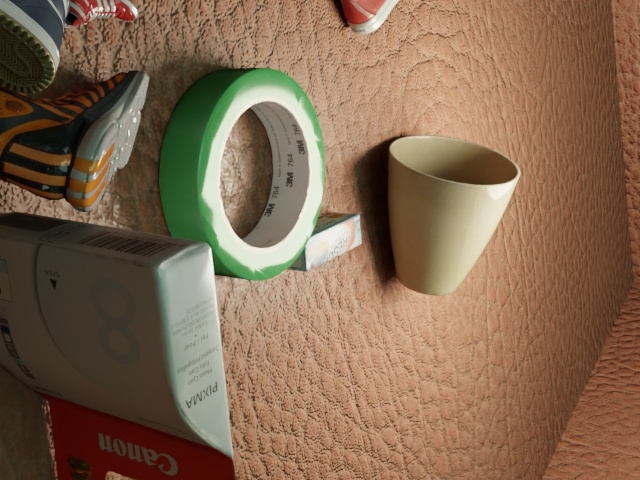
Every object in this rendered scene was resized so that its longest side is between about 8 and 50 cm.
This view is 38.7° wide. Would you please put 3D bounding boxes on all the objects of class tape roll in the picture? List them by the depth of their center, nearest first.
[{"bbox_3d":[-0.110,-0.101,1.395,0.321,0.077,0.321,-16,109,-55],"label":"tape roll"}]

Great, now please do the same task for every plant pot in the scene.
[{"bbox_3d":[0.238,-0.039,1.820,0.256,0.256,0.274,-29,135,-51],"label":"plant pot"}]

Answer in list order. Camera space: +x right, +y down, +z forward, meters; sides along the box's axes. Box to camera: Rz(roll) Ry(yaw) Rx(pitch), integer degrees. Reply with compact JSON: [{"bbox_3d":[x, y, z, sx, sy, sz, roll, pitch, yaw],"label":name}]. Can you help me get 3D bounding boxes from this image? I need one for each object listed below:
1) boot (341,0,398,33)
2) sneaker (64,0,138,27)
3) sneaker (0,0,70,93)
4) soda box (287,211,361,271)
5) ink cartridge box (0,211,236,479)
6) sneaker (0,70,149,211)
[{"bbox_3d":[0.096,-0.516,1.632,0.244,0.088,0.176,-59,138,-27],"label":"boot"},{"bbox_3d":[-0.281,-0.284,1.133,0.118,0.042,0.067,23,72,-48],"label":"sneaker"},{"bbox_3d":[-0.367,-0.294,0.930,0.282,0.099,0.153,50,28,-36],"label":"sneaker"},{"bbox_3d":[0.000,0.000,1.591,0.183,0.063,0.058,-26,116,-52],"label":"soda box"},{"bbox_3d":[-0.247,0.173,1.024,0.091,0.308,0.385,-25,118,-52],"label":"ink cartridge box"},{"bbox_3d":[-0.308,-0.146,1.047,0.321,0.180,0.124,-88,-165,-69],"label":"sneaker"}]
